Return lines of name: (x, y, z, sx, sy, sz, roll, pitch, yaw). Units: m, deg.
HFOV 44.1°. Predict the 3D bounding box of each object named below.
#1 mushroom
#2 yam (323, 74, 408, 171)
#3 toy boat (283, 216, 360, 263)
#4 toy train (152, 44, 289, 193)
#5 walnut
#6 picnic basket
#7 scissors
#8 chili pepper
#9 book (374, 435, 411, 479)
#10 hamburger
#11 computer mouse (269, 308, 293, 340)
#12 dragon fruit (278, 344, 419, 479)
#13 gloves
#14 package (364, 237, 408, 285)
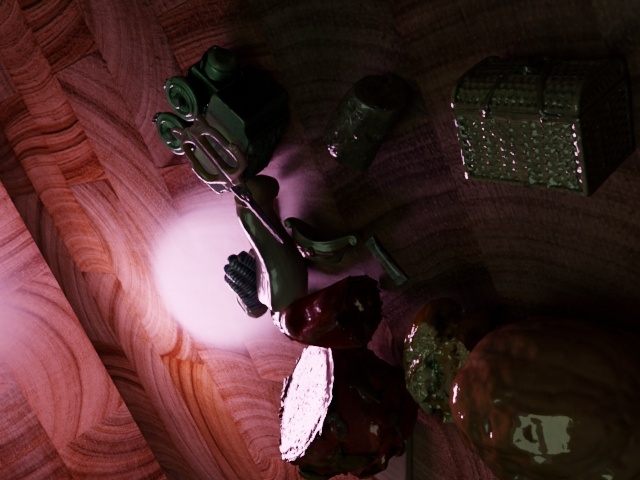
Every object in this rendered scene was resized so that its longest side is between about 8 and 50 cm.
mushroom: (-0.118, 0.011, 1.738, 0.159, 0.122, 0.328, 5, 125, 29)
yam: (0.072, -0.201, 1.331, 0.107, 0.107, 0.183, 49, 144, 10)
toy boat: (0.001, 0.001, 1.619, 0.185, 0.089, 0.071, 15, 114, 32)
toy train: (-0.201, -0.238, 1.595, 0.238, 0.167, 0.299, 43, 147, 9)
walnut: (0.372, 0.254, 1.174, 0.344, 0.306, 0.306, -19, 103, 58)
picnic basket: (0.291, -0.166, 1.047, 0.196, 0.134, 0.154, 15, 134, 46)
scissors: (-0.168, -0.113, 1.568, 0.160, 0.024, 0.317, -15, 121, 46)
chili pepper: (0.006, 0.167, 1.645, 0.253, 0.136, 0.144, -20, 79, 42)
book: (0.136, 0.484, 1.925, 0.215, 0.025, 0.282, 30, 139, 35)
hamburger: (0.232, 0.206, 1.436, 0.144, 0.156, 0.283, 17, 140, 18)
computer mouse: (-0.071, 0.192, 1.898, 0.192, 0.062, 0.106, -10, 110, 54)
dragon fruit: (0.077, 0.385, 1.685, 0.263, 0.314, 0.296, 21, 117, -19)
gloves: (-0.170, 0.103, 1.916, 0.097, 0.119, 0.229, 4, 143, 19)
package: (0.128, 0.041, 1.549, 0.110, 0.015, 0.037, 51, 142, 4)
